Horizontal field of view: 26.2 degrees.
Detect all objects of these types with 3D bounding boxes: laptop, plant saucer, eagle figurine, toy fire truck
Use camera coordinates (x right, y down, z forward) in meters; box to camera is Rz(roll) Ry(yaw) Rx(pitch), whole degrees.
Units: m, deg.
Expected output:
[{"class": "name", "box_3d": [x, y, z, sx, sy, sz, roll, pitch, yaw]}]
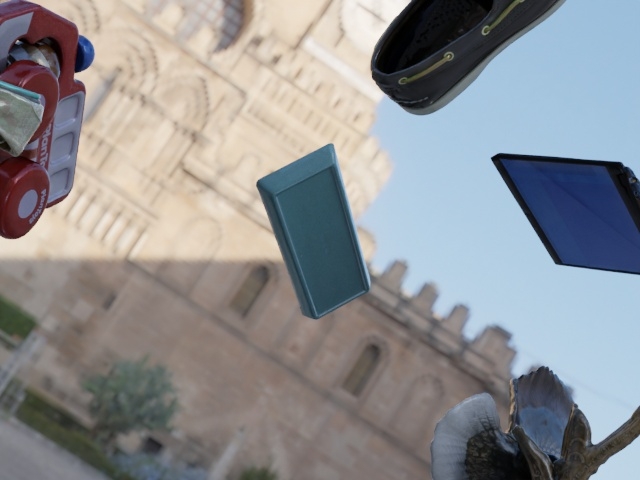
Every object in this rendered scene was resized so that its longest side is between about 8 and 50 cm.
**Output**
[{"class": "laptop", "box_3d": [0.315, 0.035, 1.480, 0.234, 0.137, 0.264, 49, 20, -46]}, {"class": "plant saucer", "box_3d": [0.000, 0.000, 1.104, 0.018, 0.067, 0.192, 57, -9, 35]}, {"class": "eagle figurine", "box_3d": [0.218, 0.257, 1.453, 0.226, 0.225, 0.298, -12, -3, -7]}, {"class": "toy fire truck", "box_3d": [-0.378, -0.158, 1.708, 0.169, 0.302, 0.254, 22, 27, 18]}]

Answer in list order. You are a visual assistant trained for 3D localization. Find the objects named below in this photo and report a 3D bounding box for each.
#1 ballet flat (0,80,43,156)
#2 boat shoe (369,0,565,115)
[{"class": "ballet flat", "box_3d": [-0.259, -0.100, 0.903, 0.168, 0.052, 0.057, 23, -2, -34]}, {"class": "boat shoe", "box_3d": [0.132, -0.196, 1.088, 0.081, 0.228, 0.069, 47, 10, 29]}]
